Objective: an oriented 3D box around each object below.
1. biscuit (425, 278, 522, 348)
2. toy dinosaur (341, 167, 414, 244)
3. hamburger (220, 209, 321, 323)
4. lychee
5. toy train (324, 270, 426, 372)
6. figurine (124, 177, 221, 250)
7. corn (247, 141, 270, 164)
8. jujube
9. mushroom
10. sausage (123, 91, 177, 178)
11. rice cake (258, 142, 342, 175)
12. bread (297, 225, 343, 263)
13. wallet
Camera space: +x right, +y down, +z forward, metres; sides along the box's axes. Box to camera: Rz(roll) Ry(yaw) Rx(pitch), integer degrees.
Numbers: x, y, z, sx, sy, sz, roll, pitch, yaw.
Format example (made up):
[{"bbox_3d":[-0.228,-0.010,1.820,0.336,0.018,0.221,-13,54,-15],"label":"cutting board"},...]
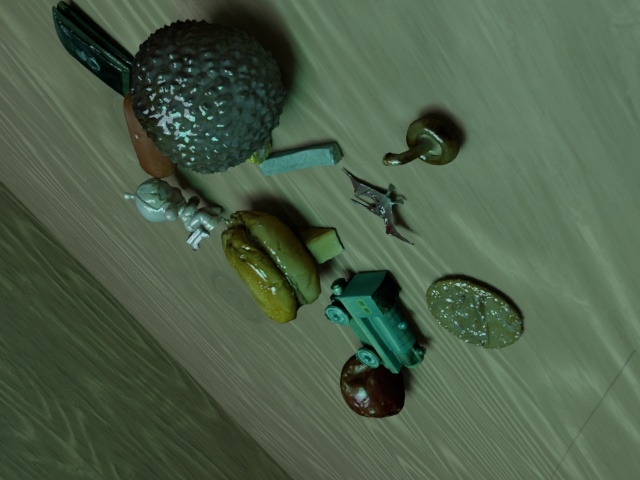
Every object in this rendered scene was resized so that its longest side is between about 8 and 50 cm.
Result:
[{"bbox_3d":[0.333,0.162,1.124,0.220,0.033,0.220,26,146,20],"label":"biscuit"},{"bbox_3d":[0.123,-0.074,1.062,0.220,0.032,0.108,51,151,3],"label":"toy dinosaur"},{"bbox_3d":[-0.135,0.056,1.323,0.314,0.170,0.290,57,160,-19],"label":"hamburger"},{"bbox_3d":[-0.208,-0.272,0.960,0.300,0.300,0.300,27,145,21],"label":"lychee"},{"bbox_3d":[0.148,0.213,1.304,0.194,0.120,0.298,-11,122,46],"label":"toy train"},{"bbox_3d":[-0.423,-0.094,1.468,0.257,0.182,0.144,33,132,-18],"label":"figurine"},{"bbox_3d":[-0.224,-0.253,1.160,0.248,0.081,0.081,30,146,19],"label":"corn"},{"bbox_3d":[0.160,0.426,1.489,0.190,0.190,0.255,15,152,34],"label":"jujube"},{"bbox_3d":[0.165,-0.163,0.863,0.129,0.073,0.088,-11,145,12],"label":"mushroom"},{"bbox_3d":[-0.438,-0.278,1.330,0.113,0.113,0.259,32,148,14],"label":"sausage"},{"bbox_3d":[-0.053,-0.174,1.114,0.245,0.042,0.045,-1,125,47],"label":"rice cake"},{"bbox_3d":[0.000,0.000,1.292,0.084,0.080,0.109,62,178,-29],"label":"bread"},{"bbox_3d":[-0.565,-0.467,1.291,0.236,0.055,0.160,42,154,-3],"label":"wallet"}]
